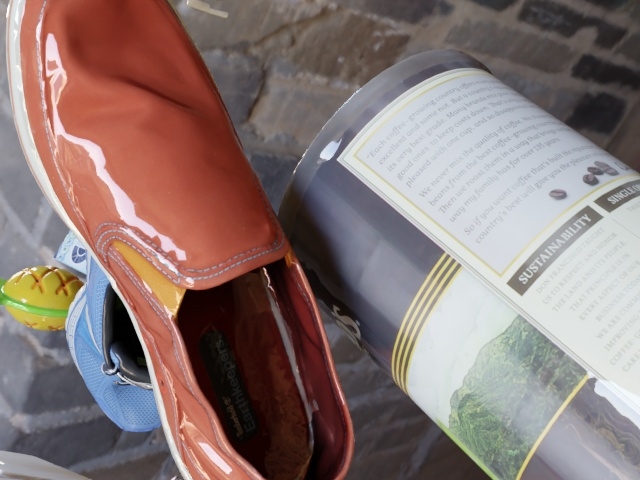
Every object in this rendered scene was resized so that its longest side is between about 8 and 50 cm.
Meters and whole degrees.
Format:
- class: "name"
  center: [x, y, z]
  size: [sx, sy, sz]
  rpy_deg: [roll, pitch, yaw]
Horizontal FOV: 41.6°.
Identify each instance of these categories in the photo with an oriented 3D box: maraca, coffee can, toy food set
- class: "maraca"
  center: [-0.450, 0.087, 1.321]
  size: [0.185, 0.099, 0.127]
  rpy_deg: [11, 11, -20]
- class: "coffee can"
  center: [0.132, 0.036, 0.522]
  size: [0.201, 0.202, 0.275]
  rpy_deg: [-4, 39, -49]
- class: "toy food set"
  center: [-0.132, -0.348, 1.064]
  size: [0.077, 0.122, 0.019]
  rpy_deg: [11, -11, -27]

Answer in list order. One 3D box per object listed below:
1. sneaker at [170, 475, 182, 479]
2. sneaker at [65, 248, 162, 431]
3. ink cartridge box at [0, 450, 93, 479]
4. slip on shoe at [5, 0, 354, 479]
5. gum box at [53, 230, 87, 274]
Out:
- class: "sneaker"
  center: [-0.152, 0.464, 1.479]
  size: [0.318, 0.112, 0.131]
  rpy_deg: [-6, 47, 19]
- class: "sneaker"
  center: [-0.167, 0.090, 0.771]
  size: [0.129, 0.330, 0.147]
  rpy_deg: [-3, 48, -15]
- class: "ink cartridge box"
  center: [-0.434, 0.413, 1.063]
  size: [0.198, 0.270, 0.197]
  rpy_deg: [4, -15, 42]
- class: "slip on shoe"
  center: [-0.065, -0.002, 0.452]
  size: [0.123, 0.331, 0.101]
  rpy_deg: [-24, 8, -35]
- class: "gum box"
  center: [-0.480, -0.001, 1.818]
  size: [0.184, 0.157, 0.041]
  rpy_deg: [17, -16, 44]
